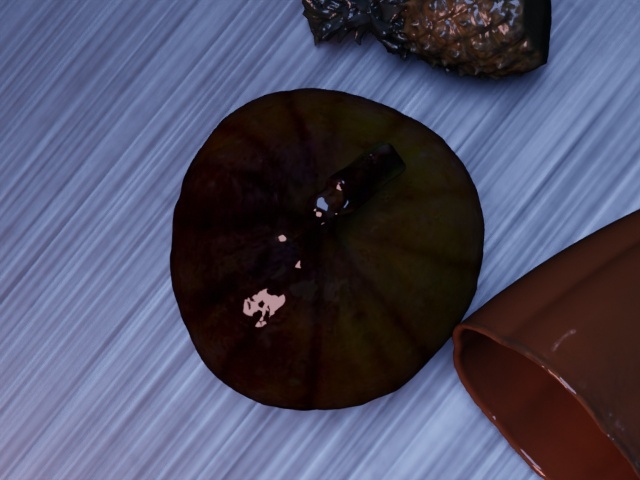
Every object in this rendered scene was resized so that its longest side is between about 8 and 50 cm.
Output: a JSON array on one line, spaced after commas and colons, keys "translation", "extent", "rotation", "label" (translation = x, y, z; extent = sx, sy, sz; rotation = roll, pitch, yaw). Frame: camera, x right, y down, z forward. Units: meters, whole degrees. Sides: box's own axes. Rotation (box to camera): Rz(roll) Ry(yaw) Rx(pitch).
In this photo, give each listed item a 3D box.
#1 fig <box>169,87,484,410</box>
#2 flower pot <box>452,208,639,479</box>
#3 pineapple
[{"translation": [-0.002, 0.004, 1.017], "extent": [0.235, 0.214, 0.235], "rotation": [4, 101, 22], "label": "fig"}, {"translation": [0.213, 0.076, 0.991], "extent": [0.173, 0.190, 0.190], "rotation": [-42, 79, -14], "label": "flower pot"}, {"translation": [0.078, -0.175, 1.093], "extent": [0.198, 0.108, 0.108], "rotation": [2, 80, 18], "label": "pineapple"}]
